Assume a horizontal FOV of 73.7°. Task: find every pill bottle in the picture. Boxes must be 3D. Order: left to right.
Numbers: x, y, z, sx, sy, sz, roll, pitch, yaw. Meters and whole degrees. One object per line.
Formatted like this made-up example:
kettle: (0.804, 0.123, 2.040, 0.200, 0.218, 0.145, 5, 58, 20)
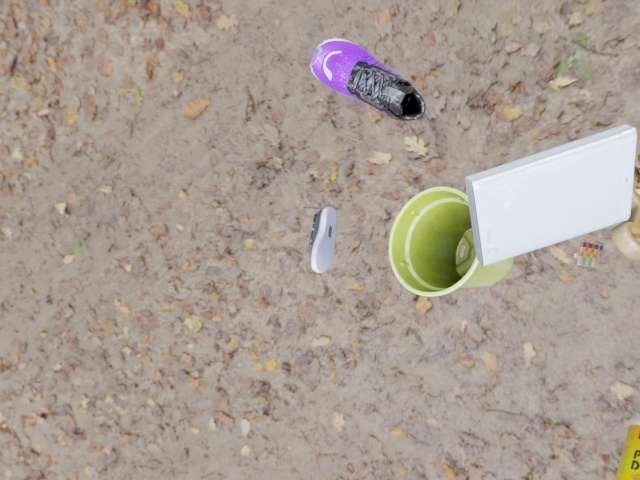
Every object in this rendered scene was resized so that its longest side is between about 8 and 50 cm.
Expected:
pill bottle: (0.615, 0.410, 0.771, 0.117, 0.117, 0.215, 26, 70, 13)

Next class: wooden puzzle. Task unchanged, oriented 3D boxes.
wooden puzzle: (0.566, 0.030, 0.905, 0.083, 0.006, 0.049, 8, 95, -22)

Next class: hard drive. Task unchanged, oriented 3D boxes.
hard drive: (0.454, -0.082, 0.845, 0.308, 0.040, 0.203, -19, 120, 3)

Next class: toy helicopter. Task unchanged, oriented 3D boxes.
toy helicopter: (0.746, -0.046, 0.976, 0.235, 0.355, 0.140, 50, 141, 6)

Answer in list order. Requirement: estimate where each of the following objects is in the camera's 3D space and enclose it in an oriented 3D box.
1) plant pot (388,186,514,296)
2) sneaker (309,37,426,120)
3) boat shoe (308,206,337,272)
plant pot: (0.368, 0.023, 1.130, 0.276, 0.254, 0.276, -18, 66, 47)
sneaker: (0.122, -0.336, 0.919, 0.102, 0.293, 0.146, -62, 39, 21)
boat shoe: (0.000, 0.000, 0.793, 0.040, 0.142, 0.049, -15, 137, 35)
